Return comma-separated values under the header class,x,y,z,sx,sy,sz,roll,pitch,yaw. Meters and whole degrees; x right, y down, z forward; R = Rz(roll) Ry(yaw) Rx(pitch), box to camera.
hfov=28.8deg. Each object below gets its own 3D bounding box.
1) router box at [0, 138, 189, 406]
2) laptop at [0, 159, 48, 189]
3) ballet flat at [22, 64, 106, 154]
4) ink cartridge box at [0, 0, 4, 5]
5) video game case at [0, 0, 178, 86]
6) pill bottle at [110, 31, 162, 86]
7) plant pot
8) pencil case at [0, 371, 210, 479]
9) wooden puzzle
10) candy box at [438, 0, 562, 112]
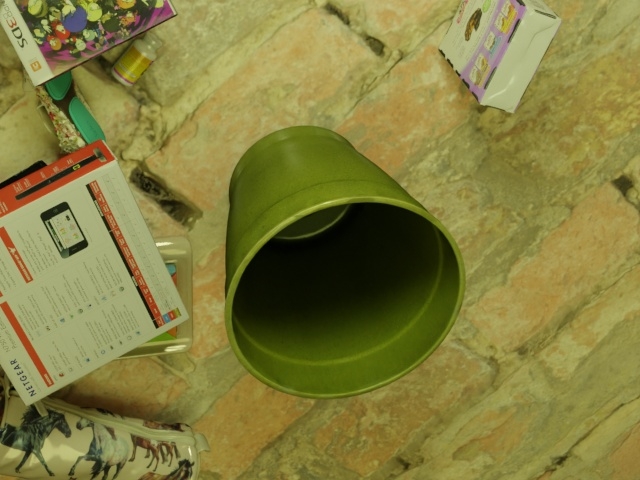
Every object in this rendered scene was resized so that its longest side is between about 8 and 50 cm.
class,x,y,z,sx,sy,sz,roll,pitch,yaw
router box,-0.401,0.054,1.941,0.301,0.082,0.335,-28,128,-12
laptop,-0.483,0.045,1.981,0.264,0.136,0.234,-26,120,19
ballet flat,-0.406,-0.219,1.886,0.077,0.091,0.241,-5,125,23
ink cartridge box,-0.599,-0.367,1.668,0.283,0.117,0.207,-19,105,-2
video game case,-0.353,-0.363,1.771,0.232,0.042,0.210,-26,99,2
pill bottle,-0.279,-0.278,1.901,0.043,0.043,0.083,34,109,-32
plant pot,0.000,0.000,1.978,0.366,0.353,0.366,-7,124,-11
pencil case,-0.412,0.364,2.224,0.410,0.160,0.183,19,131,-26
wooden puzzle,-0.329,0.109,2.147,0.221,0.044,0.239,-5,124,-12
candy box,0.275,-0.319,1.938,0.070,0.196,0.165,13,119,-24
